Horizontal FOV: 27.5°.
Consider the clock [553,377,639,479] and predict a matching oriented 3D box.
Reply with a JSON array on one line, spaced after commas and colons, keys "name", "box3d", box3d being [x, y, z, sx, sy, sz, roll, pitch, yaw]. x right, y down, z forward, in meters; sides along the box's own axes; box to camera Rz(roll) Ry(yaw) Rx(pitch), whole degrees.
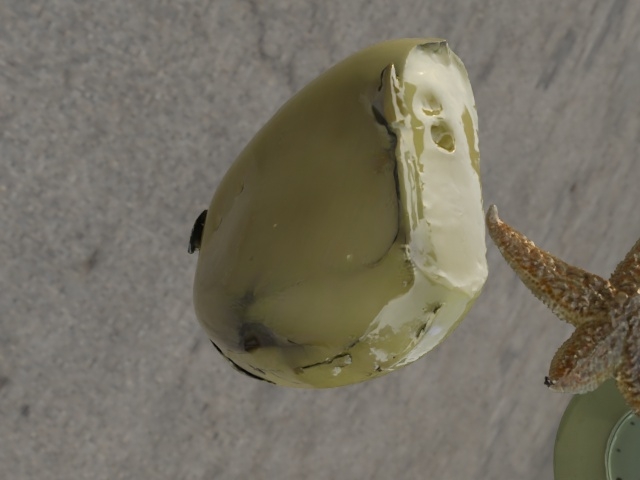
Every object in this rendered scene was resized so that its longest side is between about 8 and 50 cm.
[{"name": "clock", "box3d": [0.344, 0.218, 1.263, 0.235, 0.235, 0.029, -60, 160, -2]}]

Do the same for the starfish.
[{"name": "starfish", "box3d": [0.278, 0.053, 1.156, 0.231, 0.295, 0.048, -36, 157, -8]}]

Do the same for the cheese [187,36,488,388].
[{"name": "cheese", "box3d": [0.000, 0.000, 1.035, 0.316, 0.128, 0.260, -29, -133, 40]}]
